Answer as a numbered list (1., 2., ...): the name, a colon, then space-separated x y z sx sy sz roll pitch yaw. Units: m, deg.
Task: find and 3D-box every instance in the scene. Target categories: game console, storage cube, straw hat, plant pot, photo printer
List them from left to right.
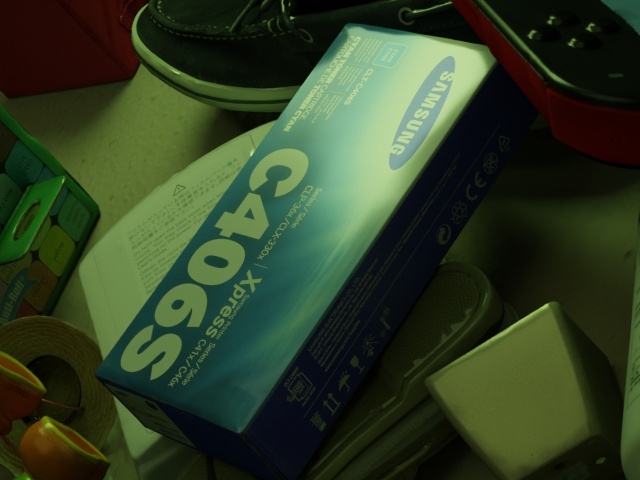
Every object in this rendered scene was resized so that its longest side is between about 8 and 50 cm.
1. storage cube: -0.286 -0.286 1.971 0.215 0.193 0.184 -6 51 37
2. straw hat: -0.230 0.129 1.640 0.144 0.144 0.061 -28 1 17
3. photo printer: -0.066 0.044 1.553 0.256 0.107 0.307 -35 39 7
4. plant pot: 0.154 0.126 1.308 0.109 0.109 0.096 -33 53 11
5. game console: 0.299 -0.166 1.313 0.386 0.060 0.342 -8 33 -12

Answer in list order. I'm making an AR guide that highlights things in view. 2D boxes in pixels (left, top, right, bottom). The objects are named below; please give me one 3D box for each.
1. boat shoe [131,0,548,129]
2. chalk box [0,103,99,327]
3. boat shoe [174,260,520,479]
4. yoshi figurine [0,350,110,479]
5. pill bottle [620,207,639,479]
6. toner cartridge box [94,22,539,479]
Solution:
1. boat shoe: 0.028 -0.202 1.627 0.500 0.156 0.187 10 38 42
2. chalk box: -0.342 -0.011 1.780 0.289 0.179 0.180 1 55 39
3. boat shoe: 0.025 0.148 1.386 0.302 0.103 0.113 -37 41 5
4. yoshi figurine: -0.353 0.250 1.496 0.362 0.203 0.203 -47 22 1
5. pill bottle: 0.272 0.089 1.192 0.160 0.160 0.283 -13 47 31
6. toner cartridge box: 0.000 0.000 1.397 0.165 0.075 0.348 16 64 42
